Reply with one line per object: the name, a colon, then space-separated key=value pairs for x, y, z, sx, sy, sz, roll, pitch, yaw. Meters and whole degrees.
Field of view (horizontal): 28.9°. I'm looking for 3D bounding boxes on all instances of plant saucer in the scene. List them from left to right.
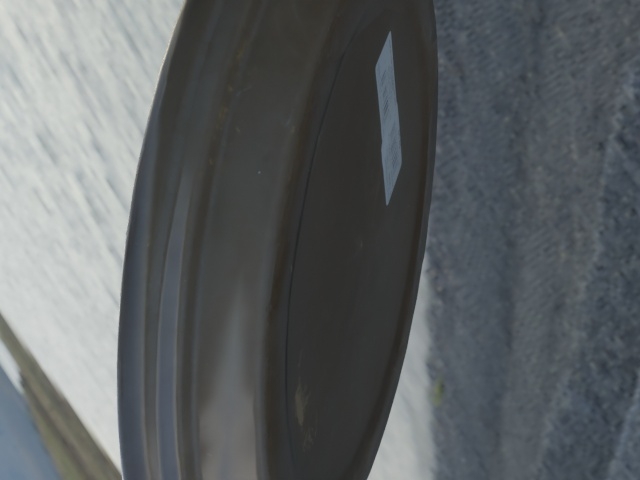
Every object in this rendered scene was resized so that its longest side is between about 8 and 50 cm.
plant saucer: x=0.000 y=0.000 z=0.467 sx=0.041 sy=0.278 sz=0.278 roll=8 pitch=145 yaw=16
